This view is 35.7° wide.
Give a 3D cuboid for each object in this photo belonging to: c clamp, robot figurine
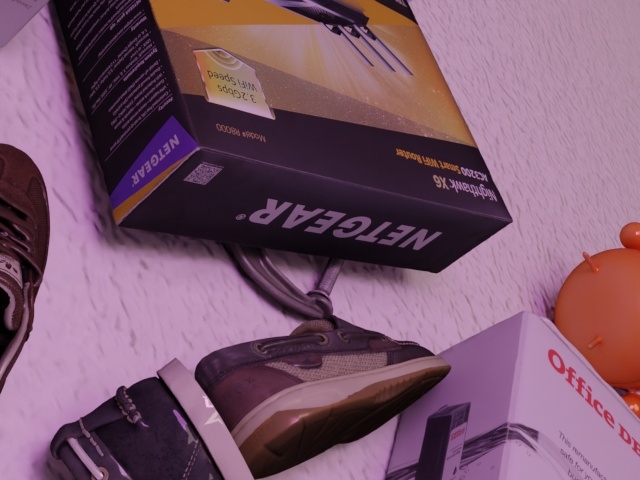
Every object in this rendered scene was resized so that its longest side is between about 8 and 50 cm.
[{"bbox_3d":[0.000,0.000,0.693,0.137,0.022,0.161,51,35,-13],"label":"c clamp"},{"bbox_3d":[0.302,0.079,0.920,0.219,0.158,0.128,22,17,-42],"label":"robot figurine"}]

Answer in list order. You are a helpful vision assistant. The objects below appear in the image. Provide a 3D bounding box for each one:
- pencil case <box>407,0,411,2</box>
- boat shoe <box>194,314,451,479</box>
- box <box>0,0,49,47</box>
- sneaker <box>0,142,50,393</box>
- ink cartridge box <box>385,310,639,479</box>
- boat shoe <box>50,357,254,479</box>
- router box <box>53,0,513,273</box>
[{"bbox_3d":[-0.010,-0.293,0.819,0.273,0.113,0.124,19,60,-43],"label":"pencil case"},{"bbox_3d":[0.008,0.079,0.592,0.073,0.080,0.223,53,24,17],"label":"boat shoe"},{"bbox_3d":[-0.189,-0.182,0.534,0.102,0.087,0.101,23,49,-40],"label":"box"},{"bbox_3d":[-0.148,0.021,0.449,0.066,0.071,0.188,33,43,-33],"label":"sneaker"},{"bbox_3d":[0.136,0.211,0.625,0.197,0.114,0.273,45,38,-18],"label":"ink cartridge box"},{"bbox_3d":[-0.048,0.176,0.477,0.079,0.084,0.233,-29,96,-20],"label":"boat shoe"},{"bbox_3d":[-0.024,-0.112,0.676,0.308,0.081,0.243,9,52,-48],"label":"router box"}]
